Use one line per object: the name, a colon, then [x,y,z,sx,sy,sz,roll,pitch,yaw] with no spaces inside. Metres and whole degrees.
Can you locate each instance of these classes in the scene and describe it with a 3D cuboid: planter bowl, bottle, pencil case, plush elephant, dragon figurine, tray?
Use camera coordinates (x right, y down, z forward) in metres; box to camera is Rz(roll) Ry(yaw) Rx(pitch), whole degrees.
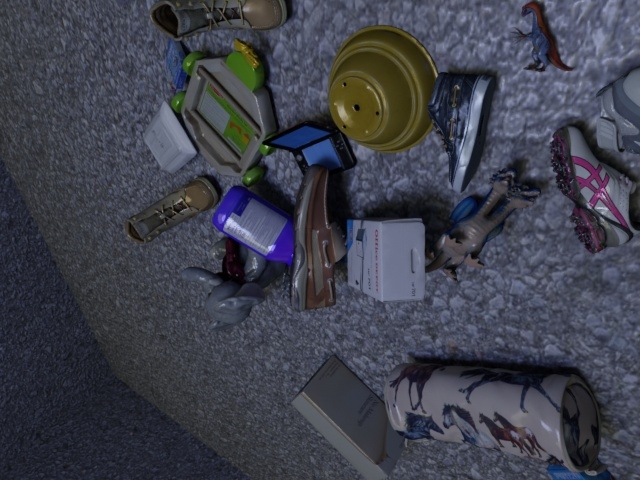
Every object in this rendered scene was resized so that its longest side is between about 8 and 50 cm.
planter bowl: [0.081,-0.233,0.736,0.217,0.090,0.217,23,134,27]
bottle: [-0.106,-0.014,1.027,0.283,0.092,0.118,31,96,-6]
pencil case: [0.334,0.352,0.899,0.410,0.160,0.183,-12,95,46]
plush elephant: [-0.225,0.099,1.135,0.330,0.255,0.272,44,139,6]
dragon figurine: [0.252,-0.013,0.753,0.085,0.144,0.289,42,158,7]
tray: [-0.408,-0.257,1.157,0.270,0.030,0.145,-7,115,59]

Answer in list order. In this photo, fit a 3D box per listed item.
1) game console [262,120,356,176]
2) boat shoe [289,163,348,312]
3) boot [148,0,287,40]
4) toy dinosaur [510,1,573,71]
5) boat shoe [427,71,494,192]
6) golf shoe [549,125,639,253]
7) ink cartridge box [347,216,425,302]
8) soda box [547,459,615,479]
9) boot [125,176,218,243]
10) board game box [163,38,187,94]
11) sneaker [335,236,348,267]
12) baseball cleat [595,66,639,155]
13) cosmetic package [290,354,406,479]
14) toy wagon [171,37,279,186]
game console: [-0.023,-0.172,0.877,0.144,0.085,0.124,-10,112,45]
boat shoe: [0.000,0.000,0.928,0.116,0.123,0.324,3,113,-6]
boot: [-0.182,-0.402,0.783,0.213,0.165,0.077,23,134,30]
toy dinosaur: [0.288,-0.268,0.580,0.090,0.047,0.082,1,117,3]
boat shoe: [0.211,-0.170,0.693,0.083,0.065,0.183,22,126,30]
golf shoe: [0.384,-0.079,0.614,0.086,0.067,0.186,-23,100,16]
ink cartridge box: [0.114,0.028,0.814,0.191,0.082,0.139,-166,74,-77]
soda box: [0.561,0.515,0.891,0.210,0.071,0.067,50,139,-1]
boot: [-0.412,-0.078,1.207,0.262,0.203,0.095,-10,113,47]
board game box: [-0.331,-0.400,1.008,0.090,0.020,0.090,-46,62,49]
sneaker: [0.089,0.034,0.955,0.162,0.063,0.073,22,129,28]
baseball cleat: [0.426,-0.118,0.547,0.206,0.072,0.109,55,155,-3]
cosmetic package: [0.086,0.496,1.236,0.309,0.160,0.113,41,139,8]
toy wagon: [-0.193,-0.286,0.959,0.267,0.068,0.344,47,139,2]
